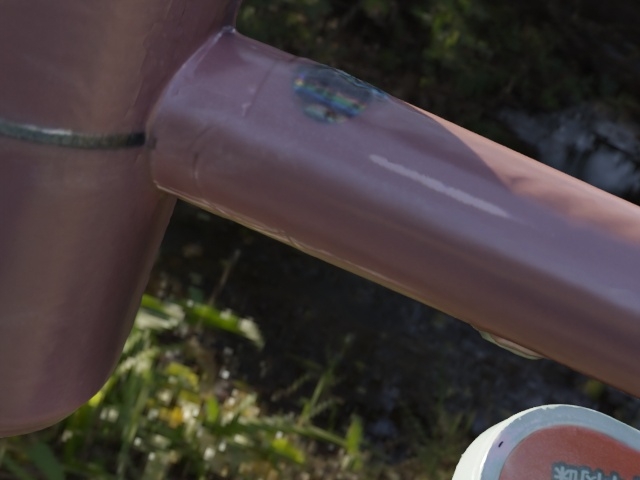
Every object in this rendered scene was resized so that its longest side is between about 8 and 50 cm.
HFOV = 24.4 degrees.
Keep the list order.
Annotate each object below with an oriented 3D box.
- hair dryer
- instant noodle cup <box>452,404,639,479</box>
[{"bbox_3d":[0.000,0.000,0.482,0.352,0.210,0.125,24,27,7],"label":"hair dryer"},{"bbox_3d":[0.133,0.301,1.023,0.293,0.308,0.294,14,56,-21],"label":"instant noodle cup"}]
